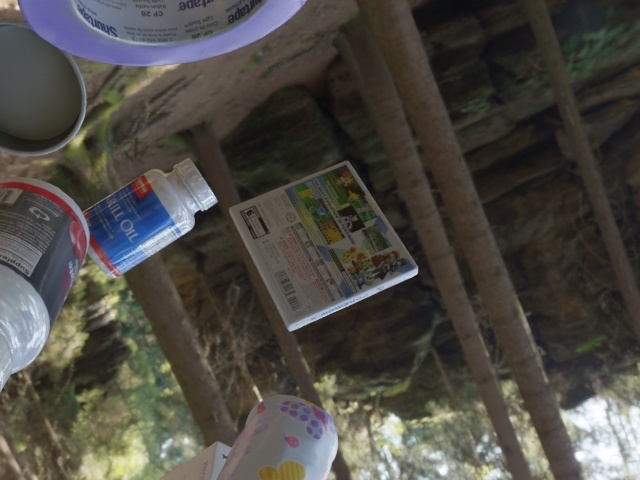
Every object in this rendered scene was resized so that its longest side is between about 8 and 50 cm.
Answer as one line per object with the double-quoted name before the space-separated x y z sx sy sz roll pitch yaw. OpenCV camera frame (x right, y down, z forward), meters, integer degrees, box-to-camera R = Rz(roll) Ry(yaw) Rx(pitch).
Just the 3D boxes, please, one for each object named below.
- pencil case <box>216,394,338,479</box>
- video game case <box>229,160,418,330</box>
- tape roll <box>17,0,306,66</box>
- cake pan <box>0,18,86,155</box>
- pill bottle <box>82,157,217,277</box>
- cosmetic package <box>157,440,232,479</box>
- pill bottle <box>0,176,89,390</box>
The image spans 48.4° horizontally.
"pencil case" -0.069 0.280 0.729 0.124 0.113 0.273 -44 -174 32
"video game case" 0.000 0.000 1.538 0.300 0.329 0.036 -23 148 -11
"tape roll" -0.100 -0.192 0.457 0.189 0.080 0.189 -12 169 -3
"cake pan" -0.642 -0.327 1.527 0.293 0.293 0.054 -22 -156 11
"pill bottle" -0.292 -0.044 1.205 0.221 0.124 0.124 -34 -170 -7
"cosmetic package" -0.242 0.557 1.153 0.284 0.097 0.377 -41 -151 34
"pill bottle" -0.420 0.063 0.910 0.176 0.176 0.318 -22 -150 11
